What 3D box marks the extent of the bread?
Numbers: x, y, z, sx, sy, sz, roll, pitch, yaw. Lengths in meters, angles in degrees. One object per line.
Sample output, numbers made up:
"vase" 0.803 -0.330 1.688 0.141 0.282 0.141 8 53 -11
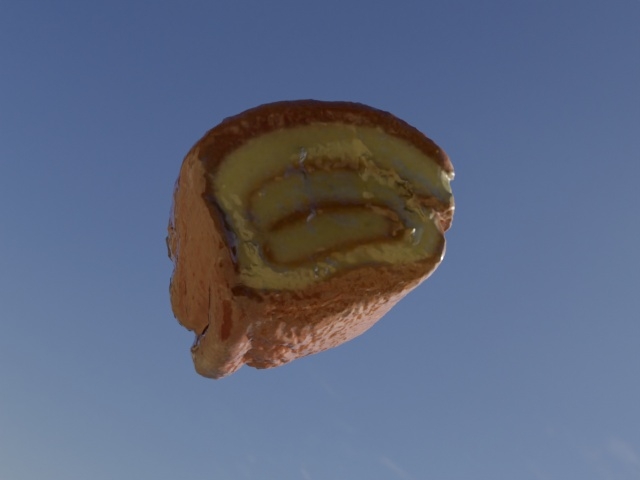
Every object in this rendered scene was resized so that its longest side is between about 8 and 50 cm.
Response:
"bread" -0.003 -0.012 0.732 0.190 0.244 0.123 70 -21 10
